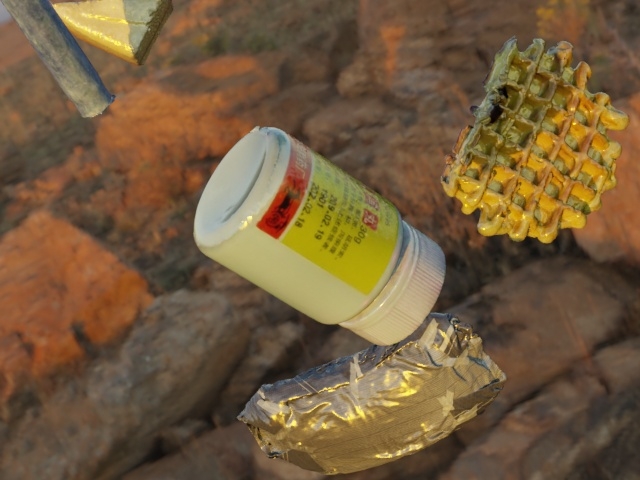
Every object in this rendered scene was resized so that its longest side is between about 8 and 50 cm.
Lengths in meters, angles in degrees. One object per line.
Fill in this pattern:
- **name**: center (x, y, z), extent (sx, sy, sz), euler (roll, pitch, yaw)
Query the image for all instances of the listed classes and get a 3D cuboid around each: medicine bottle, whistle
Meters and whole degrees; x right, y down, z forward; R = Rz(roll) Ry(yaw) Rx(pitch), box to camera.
- **medicine bottle**: center (0.000, 0.000, 1.145), extent (0.139, 0.225, 0.139), euler (-40, 32, 31)
- **whistle**: center (-0.399, -0.308, 1.706), extent (0.062, 0.304, 0.062), euler (-19, 38, 16)

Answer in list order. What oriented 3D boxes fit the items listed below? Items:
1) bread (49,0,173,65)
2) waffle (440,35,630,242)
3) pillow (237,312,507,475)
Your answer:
- **bread**: center (-0.361, -0.396, 2.034), extent (0.135, 0.178, 0.240), euler (-64, 5, 1)
- **waffle**: center (0.286, -0.138, 1.614), extent (0.309, 0.283, 0.065), euler (-17, -3, -24)
- **pillow**: center (0.059, 0.198, 1.454), extent (0.335, 0.161, 0.092), euler (-25, 18, 22)
